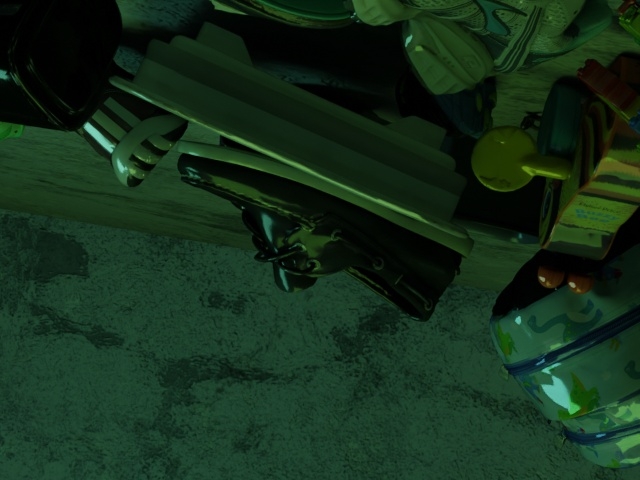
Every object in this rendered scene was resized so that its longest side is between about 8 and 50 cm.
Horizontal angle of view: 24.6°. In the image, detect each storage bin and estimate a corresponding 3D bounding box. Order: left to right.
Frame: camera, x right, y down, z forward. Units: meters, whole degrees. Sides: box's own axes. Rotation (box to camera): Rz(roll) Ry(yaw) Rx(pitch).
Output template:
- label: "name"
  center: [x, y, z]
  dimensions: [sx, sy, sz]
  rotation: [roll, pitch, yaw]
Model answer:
- label: "storage bin"
  center: [0.167, -0.054, 1.498]
  dimensions: [0.135, 0.091, 0.098]
  rotation: [14, 174, -13]

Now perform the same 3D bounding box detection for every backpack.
- label: "backpack"
  center: [0.297, 0.074, 1.396]
  dimensions: [0.290, 0.273, 0.355]
  rotation: [-24, 163, 9]

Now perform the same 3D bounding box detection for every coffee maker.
- label: "coffee maker"
  center: [-0.262, -0.135, 1.157]
  dimensions: [0.178, 0.171, 0.120]
  rotation: [7, 173, 35]

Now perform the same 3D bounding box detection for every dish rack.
- label: "dish rack"
  center: [-0.022, -0.098, 1.176]
  dimensions: [0.286, 0.072, 0.333]
  rotation: [23, -177, -8]

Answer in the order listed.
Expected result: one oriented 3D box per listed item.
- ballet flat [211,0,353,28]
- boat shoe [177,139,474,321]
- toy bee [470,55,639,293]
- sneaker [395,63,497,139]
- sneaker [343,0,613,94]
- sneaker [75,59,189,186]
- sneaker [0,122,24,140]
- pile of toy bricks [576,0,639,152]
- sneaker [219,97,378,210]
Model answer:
- label: "ballet flat"
  center: [-0.070, -0.178, 0.879]
  dimensions: [0.203, 0.074, 0.074]
  rotation: [20, 172, -15]
- label: "boat shoe"
  center: [-0.002, -0.001, 1.379]
  dimensions: [0.340, 0.113, 0.127]
  rotation: [20, 180, -42]
- label: "toy bee"
  center: [0.230, -0.039, 1.187]
  dimensions: [0.195, 0.162, 0.298]
  rotation: [8, 173, 18]
- label: "sneaker"
  center: [0.094, -0.114, 1.172]
  dimensions: [0.078, 0.067, 0.188]
  rotation: [5, 175, 13]
- label: "sneaker"
  center: [0.083, -0.158, 0.746]
  dimensions: [0.122, 0.110, 0.283]
  rotation: [-9, 170, 17]
- label: "sneaker"
  center: [-0.205, -0.150, 1.416]
  dimensions: [0.162, 0.106, 0.281]
  rotation: [40, -176, -10]
- label: "sneaker"
  center: [-0.378, -0.164, 1.589]
  dimensions: [0.124, 0.109, 0.295]
  rotation: [-11, 177, -13]
- label: "pile of toy bricks"
  center: [0.220, -0.112, 0.899]
  dimensions: [0.105, 0.118, 0.212]
  rotation: [40, -172, -7]
- label: "sneaker"
  center: [-0.056, -0.100, 1.517]
  dimensions: [0.124, 0.107, 0.283]
  rotation: [18, 162, -23]
